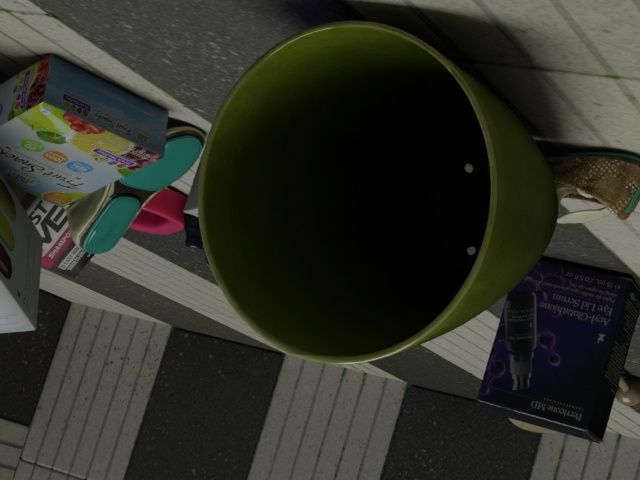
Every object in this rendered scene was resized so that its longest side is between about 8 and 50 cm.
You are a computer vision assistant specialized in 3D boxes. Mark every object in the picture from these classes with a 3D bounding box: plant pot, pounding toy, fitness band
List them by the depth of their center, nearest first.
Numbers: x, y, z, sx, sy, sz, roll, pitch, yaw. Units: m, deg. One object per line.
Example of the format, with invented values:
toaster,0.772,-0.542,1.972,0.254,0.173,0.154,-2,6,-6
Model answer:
plant pot,0.088,-0.034,1.320,0.275,0.274,0.293,11,-176,31
fitness band,-0.313,-0.062,2.336,0.209,0.054,0.291,20,171,-16
pounding toy,0.448,0.252,2.729,0.237,0.110,0.183,-21,141,24

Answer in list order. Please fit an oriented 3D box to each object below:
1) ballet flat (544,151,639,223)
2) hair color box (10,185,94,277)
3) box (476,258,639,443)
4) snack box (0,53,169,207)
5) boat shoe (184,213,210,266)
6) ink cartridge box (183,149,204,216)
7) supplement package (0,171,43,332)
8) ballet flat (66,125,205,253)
ballet flat,0.219,-0.052,1.448,0.073,0.067,0.206,25,168,-39
hair color box,-0.417,-0.093,1.927,0.347,0.174,0.105,25,-157,-38
box,0.310,0.140,1.943,0.153,0.207,0.108,13,169,24
snack box,-0.310,-0.123,1.768,0.174,0.070,0.207,24,149,-37
boat shoe,-0.150,0.007,2.329,0.109,0.089,0.258,11,169,32
ink cartridge box,-0.034,-0.044,1.845,0.219,0.092,0.160,21,170,-19
supplement package,-0.433,0.002,1.788,0.134,0.139,0.244,-6,151,6
ballet flat,-0.237,-0.083,1.875,0.086,0.086,0.248,24,127,-35
